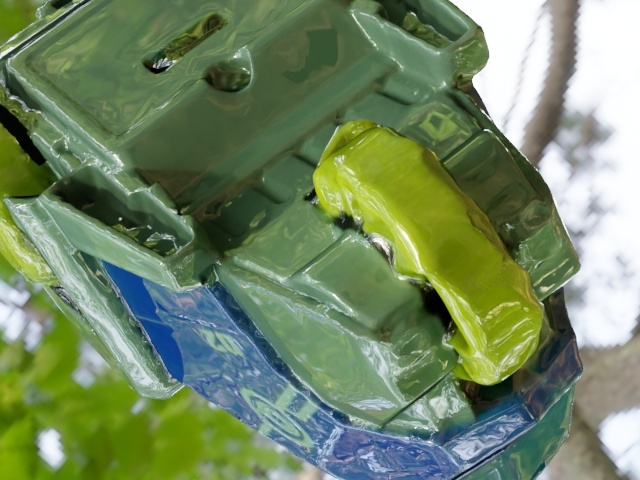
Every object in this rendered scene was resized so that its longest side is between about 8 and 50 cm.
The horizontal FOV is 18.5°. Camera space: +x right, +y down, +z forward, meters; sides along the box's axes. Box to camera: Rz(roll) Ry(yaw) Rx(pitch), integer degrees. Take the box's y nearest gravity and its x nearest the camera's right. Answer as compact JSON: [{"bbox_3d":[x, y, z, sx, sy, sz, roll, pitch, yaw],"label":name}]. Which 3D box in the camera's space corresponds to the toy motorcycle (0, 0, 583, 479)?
[{"bbox_3d":[0.000,0.000,0.737,0.326,0.191,0.200,40,164,53],"label":"toy motorcycle"}]
